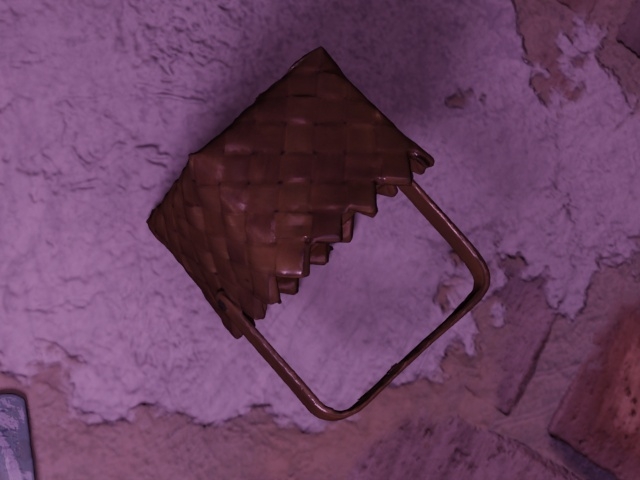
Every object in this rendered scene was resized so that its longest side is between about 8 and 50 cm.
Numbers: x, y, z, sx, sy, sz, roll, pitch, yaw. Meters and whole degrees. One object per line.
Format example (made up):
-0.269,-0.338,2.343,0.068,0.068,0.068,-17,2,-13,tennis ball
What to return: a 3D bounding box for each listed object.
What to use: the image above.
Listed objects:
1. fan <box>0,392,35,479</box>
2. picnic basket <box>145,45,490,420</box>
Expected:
-0.308,0.298,1.511,0.057,0.023,0.282,-10,85,-25,fan
0.000,0.000,1.537,0.254,0.291,0.321,-40,89,-23,picnic basket
